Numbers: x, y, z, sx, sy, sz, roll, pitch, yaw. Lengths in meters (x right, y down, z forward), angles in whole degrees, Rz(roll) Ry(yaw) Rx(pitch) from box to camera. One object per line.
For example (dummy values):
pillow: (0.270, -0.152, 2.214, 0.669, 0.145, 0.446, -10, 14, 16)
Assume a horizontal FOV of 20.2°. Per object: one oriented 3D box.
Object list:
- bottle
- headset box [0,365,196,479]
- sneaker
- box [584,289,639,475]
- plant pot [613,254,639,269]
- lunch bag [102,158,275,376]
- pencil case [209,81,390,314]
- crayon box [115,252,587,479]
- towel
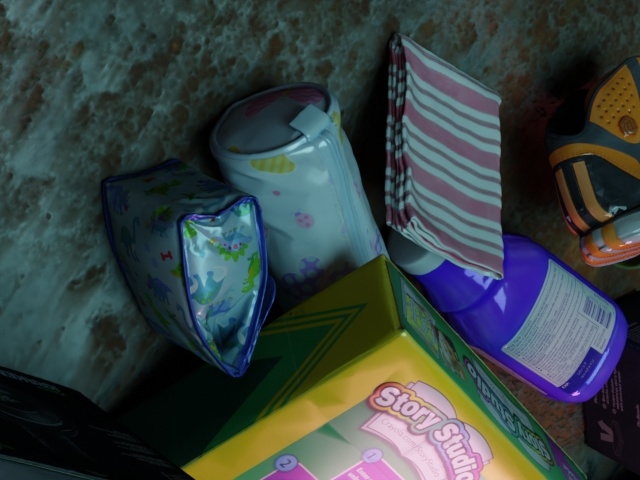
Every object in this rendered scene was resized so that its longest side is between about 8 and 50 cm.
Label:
bottle: (0.175, 0.054, 1.698, 0.283, 0.092, 0.118, 33, 82, -39)
headset box: (-0.235, 0.190, 1.329, 0.246, 0.283, 0.131, 21, 94, -38)
sneaker: (0.347, -0.094, 1.714, 0.321, 0.124, 0.180, -11, 74, -38)
box: (0.347, 0.154, 1.816, 0.093, 0.158, 0.156, -22, 119, -27)
plant pot: (0.312, -0.028, 1.785, 0.079, 0.083, 0.083, -43, 127, -32)
lunch bag: (-0.104, 0.025, 1.463, 0.096, 0.129, 0.151, -17, 115, -30)
pencil case: (0.000, 0.000, 1.533, 0.113, 0.124, 0.273, -34, 122, -18)
crayon box: (0.029, 0.221, 1.560, 0.313, 0.106, 0.363, -33, 129, 14)
towel: (0.115, -0.075, 1.588, 0.144, 0.029, 0.197, 26, 56, -41)
